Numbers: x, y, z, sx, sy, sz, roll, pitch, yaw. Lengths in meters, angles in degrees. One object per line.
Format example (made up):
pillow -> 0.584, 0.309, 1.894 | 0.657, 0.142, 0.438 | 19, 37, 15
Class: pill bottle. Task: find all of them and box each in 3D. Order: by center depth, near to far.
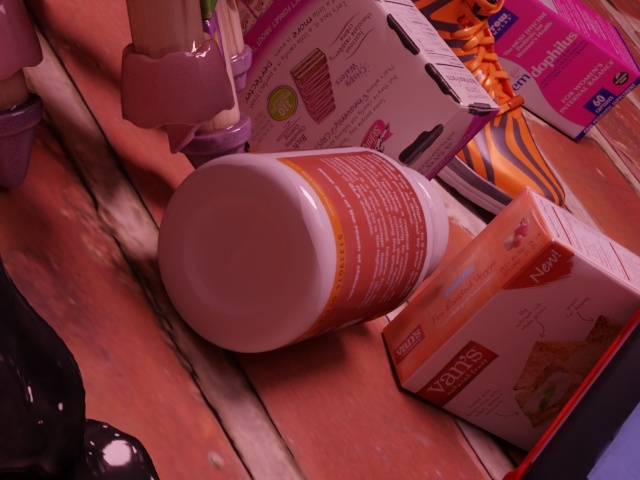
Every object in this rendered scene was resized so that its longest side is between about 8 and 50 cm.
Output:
pill bottle -> 0.000, 0.000, 1.024 | 0.121, 0.121, 0.216 | 51, 25, 15

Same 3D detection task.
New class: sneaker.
sneaker -> 0.141, -0.170, 1.447 | 0.321, 0.180, 0.124 | 46, 24, 4

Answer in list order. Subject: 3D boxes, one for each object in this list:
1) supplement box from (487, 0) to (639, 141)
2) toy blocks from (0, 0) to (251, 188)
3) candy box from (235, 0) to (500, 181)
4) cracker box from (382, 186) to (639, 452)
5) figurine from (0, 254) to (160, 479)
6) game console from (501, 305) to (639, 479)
supplement box -> 0.242, -0.225, 1.781 | 0.220, 0.111, 0.114 | 28, 29, -31
toy blocks -> -0.068, -0.141, 0.993 | 0.288, 0.309, 0.260 | -86, 168, -69
candy box -> 0.002, -0.131, 1.191 | 0.233, 0.159, 0.071 | 54, 27, 18
cracker box -> 0.183, 0.079, 1.143 | 0.232, 0.156, 0.067 | 29, 27, -30
figurine -> -0.164, 0.055, 0.579 | 0.215, 0.092, 0.209 | 20, -21, 29
game console -> 0.328, 0.165, 1.055 | 0.342, 0.386, 0.060 | 42, -18, -4
